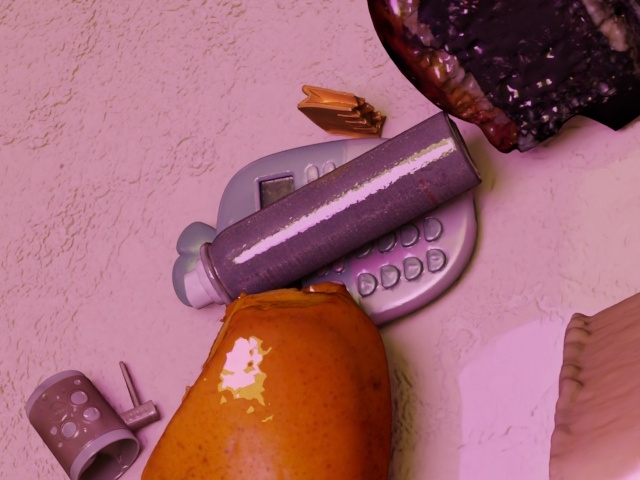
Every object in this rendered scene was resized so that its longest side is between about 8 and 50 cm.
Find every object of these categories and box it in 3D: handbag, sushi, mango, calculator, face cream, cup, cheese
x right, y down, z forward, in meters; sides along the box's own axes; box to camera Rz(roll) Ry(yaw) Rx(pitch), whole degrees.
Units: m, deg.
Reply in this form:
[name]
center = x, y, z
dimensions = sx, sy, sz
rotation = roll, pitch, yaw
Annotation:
[handbag]
center = 0.020, -0.118, 1.352
dimensions = 0.061, 0.083, 0.027
rotation = 11, 82, 23
[sushi]
center = 0.155, -0.202, 1.237
dimensions = 0.212, 0.227, 0.215
rotation = -37, 59, 19
[mango]
center = -0.051, 0.205, 1.242
dimensions = 0.199, 0.201, 0.350
rotation = 12, 94, 49
[calculator]
center = 0.000, 0.000, 1.354
dimensions = 0.299, 0.041, 0.185
rotation = -12, 71, 19
[face cream]
center = 0.004, -0.018, 1.293
dimensions = 0.283, 0.073, 0.073
rotation = -28, 67, 11
[cup]
center = -0.218, 0.167, 1.388
dimensions = 0.102, 0.074, 0.099
rotation = -47, 63, 6
[cheese]
center = 0.271, 0.175, 1.073
dimensions = 0.104, 0.384, 0.384
rotation = -26, 67, 17
